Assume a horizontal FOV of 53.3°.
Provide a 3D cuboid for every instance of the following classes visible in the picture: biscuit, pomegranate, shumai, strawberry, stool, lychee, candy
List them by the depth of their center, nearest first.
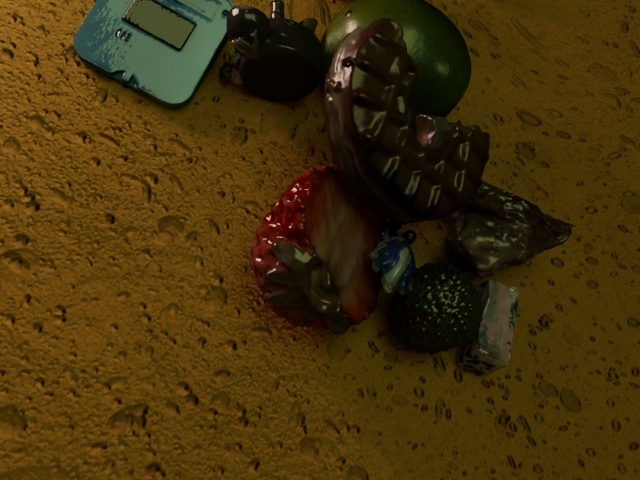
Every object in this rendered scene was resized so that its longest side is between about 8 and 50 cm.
[{"bbox_3d":[0.142,-0.171,1.073,0.366,0.115,0.268,32,67,-34],"label":"biscuit"},{"bbox_3d":[0.000,0.000,1.089,0.265,0.149,0.336,58,36,-25],"label":"strawberry"},{"bbox_3d":[0.197,0.122,1.109,0.171,0.171,0.171,7,66,-17],"label":"lychee"},{"bbox_3d":[0.305,0.157,1.165,0.073,0.092,0.160,22,62,-9],"label":"candy"},{"bbox_3d":[-0.077,-0.367,1.190,0.153,0.228,0.139,-3,65,10],"label":"stool"},{"bbox_3d":[0.331,-0.001,1.226,0.218,0.184,0.185,24,97,-22],"label":"shumai"},{"bbox_3d":[0.151,-0.325,1.244,0.309,0.216,0.359,17,64,-16],"label":"pomegranate"}]

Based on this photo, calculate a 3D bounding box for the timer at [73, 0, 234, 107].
[{"bbox_3d":[-0.308,-0.387,1.205,0.232,0.091,0.250,28,73,-7],"label":"timer"}]

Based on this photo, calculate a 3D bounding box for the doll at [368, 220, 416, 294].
[{"bbox_3d":[0.125,0.031,1.075,0.096,0.070,0.195,41,32,-11],"label":"doll"}]

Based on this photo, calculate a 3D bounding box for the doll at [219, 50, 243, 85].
[{"bbox_3d":[-0.168,-0.338,1.238,0.058,0.040,0.085,9,69,-30],"label":"doll"}]
